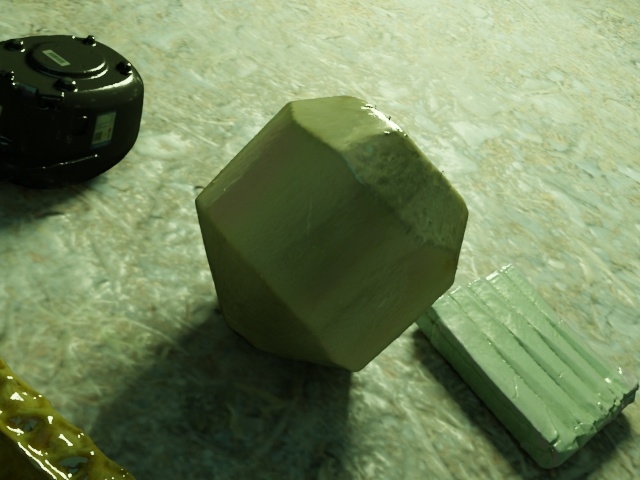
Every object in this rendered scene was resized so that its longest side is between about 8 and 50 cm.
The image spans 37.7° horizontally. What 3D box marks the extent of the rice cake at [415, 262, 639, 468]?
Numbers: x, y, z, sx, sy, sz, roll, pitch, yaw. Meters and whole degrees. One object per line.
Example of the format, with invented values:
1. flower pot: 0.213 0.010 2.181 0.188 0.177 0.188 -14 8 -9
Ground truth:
1. rice cake: 0.206 0.115 0.927 0.189 0.037 0.198 -20 55 -44

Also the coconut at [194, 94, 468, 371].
1. coconut: -0.001 -0.001 0.812 0.241 0.241 0.241 15 36 -12

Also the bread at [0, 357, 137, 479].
1. bread: -0.187 0.158 0.619 0.367 0.084 0.077 37 -5 15

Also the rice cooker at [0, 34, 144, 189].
1. rice cooker: -0.260 -0.127 0.903 0.142 0.118 0.203 36 33 15
